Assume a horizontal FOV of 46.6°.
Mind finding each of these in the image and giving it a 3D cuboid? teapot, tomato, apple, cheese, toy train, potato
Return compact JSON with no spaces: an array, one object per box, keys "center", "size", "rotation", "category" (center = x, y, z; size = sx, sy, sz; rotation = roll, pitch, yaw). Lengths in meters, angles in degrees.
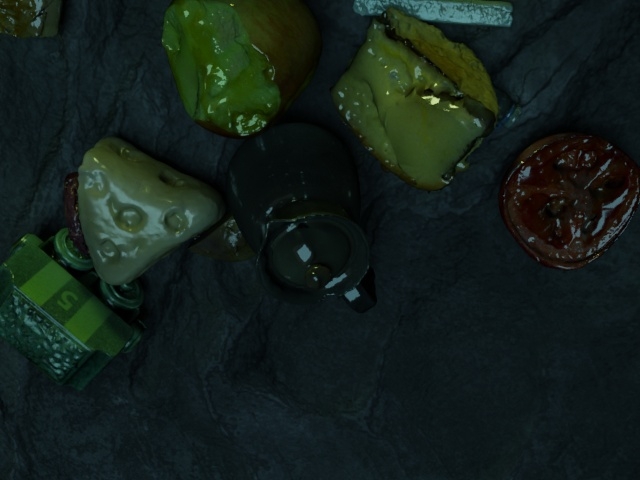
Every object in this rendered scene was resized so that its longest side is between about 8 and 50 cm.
[{"center":[-0.023,0.002,1.196],"size":[0.223,0.285,0.305],"rotation":[-12,131,-3],"category":"teapot"},{"center":[0.396,-0.073,1.202],"size":[0.227,0.101,0.228],"rotation":[1,114,1],"category":"tomato"},{"center":[-0.126,-0.282,1.115],"size":[0.226,0.246,0.246],"rotation":[39,116,-3],"category":"apple"},{"center":[0.271,-0.211,1.184],"size":[0.083,0.049,0.064],"rotation":[33,117,-6],"category":"teapot"},{"center":[-0.309,-0.025,1.323],"size":[0.251,0.174,0.248],"rotation":[17,116,-3],"category":"cheese"},{"center":[-0.470,0.118,1.383],"size":[0.299,0.238,0.167],"rotation":[41,119,-9],"category":"toy train"},{"center":[-0.166,0.008,1.353],"size":[0.172,0.089,0.101],"rotation":[-34,107,22],"category":"potato"}]

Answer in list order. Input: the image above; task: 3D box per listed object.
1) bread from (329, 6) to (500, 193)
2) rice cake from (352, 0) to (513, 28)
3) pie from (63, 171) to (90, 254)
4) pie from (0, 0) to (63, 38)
[{"center":[0.151,-0.207,1.144],"size":[0.262,0.162,0.204],"rotation":[52,129,16],"category":"bread"},{"center":[0.170,-0.354,1.137],"size":[0.245,0.045,0.042],"rotation":[8,117,7],"category":"rice cake"},{"center":[-0.431,-0.050,1.343],"size":[0.038,0.153,0.154],"rotation":[-5,115,-2],"category":"pie"},{"center":[-0.468,-0.469,1.192],"size":[0.128,0.068,0.283],"rotation":[13,116,3],"category":"pie"}]
